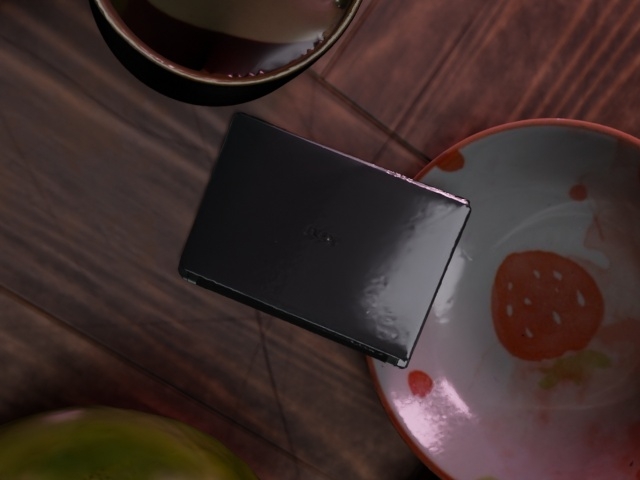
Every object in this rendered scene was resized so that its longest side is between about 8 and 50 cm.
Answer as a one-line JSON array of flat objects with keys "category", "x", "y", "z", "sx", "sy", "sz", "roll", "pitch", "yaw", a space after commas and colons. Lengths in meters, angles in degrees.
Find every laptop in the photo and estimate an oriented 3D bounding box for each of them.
[{"category": "laptop", "x": 0.000, "y": 0.000, "z": 0.532, "sx": 0.180, "sy": 0.016, "sz": 0.129, "roll": 22, "pitch": 97, "yaw": 5}]

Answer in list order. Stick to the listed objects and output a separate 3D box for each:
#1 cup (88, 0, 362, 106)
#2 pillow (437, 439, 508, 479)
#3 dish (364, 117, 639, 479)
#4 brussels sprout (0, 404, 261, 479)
[{"category": "cup", "x": -0.090, "y": -0.140, "z": 0.429, "sx": 0.239, "sy": 0.177, "sz": 0.166, "roll": -28, "pitch": 106, "yaw": -4}, {"category": "pillow", "x": 0.091, "y": 0.282, "z": 0.589, "sx": 0.250, "sy": 0.106, "sz": 0.186, "roll": -40, "pitch": 113, "yaw": 2}, {"category": "dish", "x": 0.159, "y": 0.052, "z": 0.525, "sx": 0.085, "sy": 0.260, "sz": 0.260, "roll": 9, "pitch": 103, "yaw": -55}, {"category": "brussels sprout", "x": -0.130, "y": 0.266, "z": 0.469, "sx": 0.268, "sy": 0.344, "sz": 0.344, "roll": -27, "pitch": 108, "yaw": -40}]
